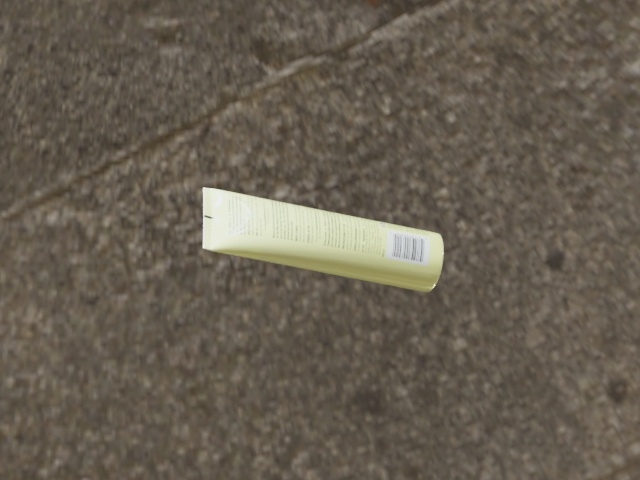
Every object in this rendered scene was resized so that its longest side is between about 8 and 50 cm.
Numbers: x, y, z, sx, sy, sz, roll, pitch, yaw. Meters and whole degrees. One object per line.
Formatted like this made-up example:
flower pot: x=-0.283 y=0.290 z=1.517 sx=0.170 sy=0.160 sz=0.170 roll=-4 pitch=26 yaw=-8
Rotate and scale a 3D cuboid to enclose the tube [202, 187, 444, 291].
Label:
tube: x=0.000 y=0.000 z=1.469 sx=0.240 sy=0.070 sz=0.062 roll=11 pitch=87 yaw=-15
